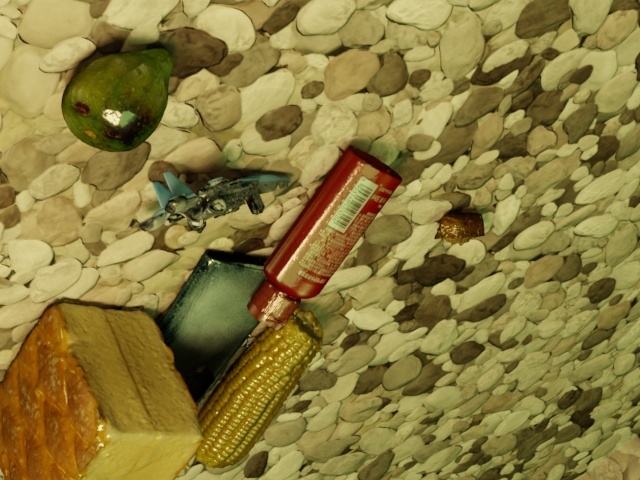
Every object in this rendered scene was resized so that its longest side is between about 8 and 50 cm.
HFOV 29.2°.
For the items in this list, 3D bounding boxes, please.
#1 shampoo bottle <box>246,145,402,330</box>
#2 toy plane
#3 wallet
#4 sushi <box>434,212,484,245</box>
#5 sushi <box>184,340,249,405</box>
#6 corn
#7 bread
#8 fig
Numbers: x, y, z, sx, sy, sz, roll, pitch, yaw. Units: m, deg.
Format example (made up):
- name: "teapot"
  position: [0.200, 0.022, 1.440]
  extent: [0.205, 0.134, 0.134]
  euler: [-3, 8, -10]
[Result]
- name: "shampoo bottle"
  position: [0.000, -0.001, 1.926]
  extent: [0.118, 0.076, 0.314]
  euler: [19, 111, -49]
- name: "toy plane"
  position: [-0.139, -0.062, 1.796]
  extent: [0.246, 0.078, 0.169]
  euler: [-5, 163, -36]
- name: "wallet"
  position: [-0.203, 0.167, 2.040]
  extent: [0.191, 0.046, 0.379]
  euler: [7, 128, -44]
- name: "sushi"
  position: [0.243, -0.017, 2.132]
  extent: [0.118, 0.061, 0.060]
  euler: [-1, 108, -26]
- name: "sushi"
  position: [-0.215, 0.247, 1.993]
  extent: [0.192, 0.050, 0.215]
  euler: [-53, 178, 30]
- name: "corn"
  position: [-0.117, 0.264, 2.160]
  extent: [0.120, 0.120, 0.363]
  euler: [12, 122, -43]
- name: "bread"
  position: [-0.350, 0.281, 1.882]
  extent: [0.207, 0.279, 0.279]
  euler: [7, 127, -43]
- name: "fig"
  position: [-0.249, -0.192, 1.562]
  extent: [0.156, 0.123, 0.123]
  euler: [-61, 153, -26]
